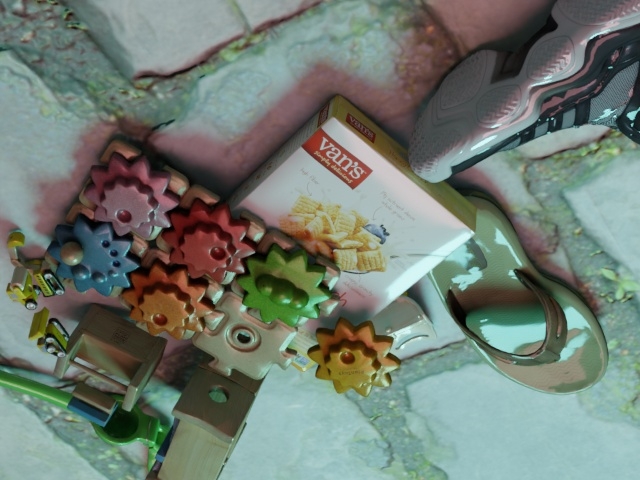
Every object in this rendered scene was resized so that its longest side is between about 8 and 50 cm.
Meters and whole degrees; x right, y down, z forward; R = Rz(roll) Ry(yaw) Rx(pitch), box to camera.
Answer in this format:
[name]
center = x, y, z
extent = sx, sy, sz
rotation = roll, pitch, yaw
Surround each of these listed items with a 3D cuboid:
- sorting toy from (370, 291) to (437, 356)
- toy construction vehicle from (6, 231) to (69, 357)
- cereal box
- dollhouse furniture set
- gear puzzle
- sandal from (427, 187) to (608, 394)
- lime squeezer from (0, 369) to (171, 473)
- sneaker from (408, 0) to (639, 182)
[sorting toy]
center = 0.079, 0.091, 1.499
extent = 0.083, 0.045, 0.075
rotation = -25, 140, 17
[toy construction vehicle]
center = -0.265, 0.051, 1.388
extent = 0.035, 0.086, 0.098
rotation = -13, 136, 16
[cereal box]
center = 0.000, 0.000, 1.366
extent = 0.173, 0.047, 0.240
rotation = 37, 123, -17
[dollhouse furniture set]
center = -0.161, 0.149, 1.493
extent = 0.184, 0.129, 0.129
rotation = 26, 132, 2
[gear puzzle]
center = -0.083, 0.057, 1.362
extent = 0.339, 0.044, 0.175
rotation = 31, 124, -10
[sandal]
center = 0.178, 0.070, 1.452
extent = 0.120, 0.086, 0.303
rotation = -30, 129, 20
[lime squeezer]
center = -0.214, 0.203, 1.582
extent = 0.110, 0.058, 0.310
rotation = 1, 147, 39
[sneaker]
center = 0.210, -0.111, 1.261
extent = 0.268, 0.101, 0.153
rotation = -38, 125, 25
